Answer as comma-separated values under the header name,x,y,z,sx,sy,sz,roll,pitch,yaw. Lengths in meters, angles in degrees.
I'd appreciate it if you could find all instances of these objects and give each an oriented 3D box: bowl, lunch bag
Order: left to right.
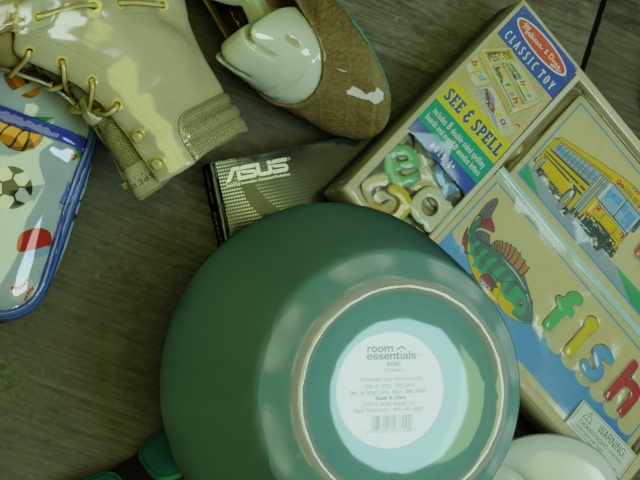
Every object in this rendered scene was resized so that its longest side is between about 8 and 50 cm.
name,x,y,z,sx,sy,sz,roll,pitch,yaw
lunch bag,-0.351,-0.072,1.058,0.303,0.115,0.243,19,81,-15
bowl,0.038,0.120,1.028,0.312,0.163,0.311,0,89,-20

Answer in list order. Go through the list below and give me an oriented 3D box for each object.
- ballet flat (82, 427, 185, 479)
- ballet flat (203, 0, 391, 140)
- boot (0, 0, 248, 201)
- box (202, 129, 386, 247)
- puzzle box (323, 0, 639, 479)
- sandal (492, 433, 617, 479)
name,x,y,z,sx,sy,sz,roll,pitch,yaw
ballet flat,-0.147,0.237,1.120,0.316,0.107,0.106,-25,115,-10
ballet flat,-0.068,-0.222,1.119,0.342,0.116,0.124,59,35,-3
boot,-0.196,-0.120,1.014,0.262,0.095,0.203,-29,98,-34
box,0.000,0.000,1.185,0.191,0.045,0.184,-11,93,-17
puzzle box,0.230,0.008,1.219,0.409,0.052,0.272,47,71,-13
sandal,0.131,0.358,1.187,0.169,0.102,0.416,29,93,2
